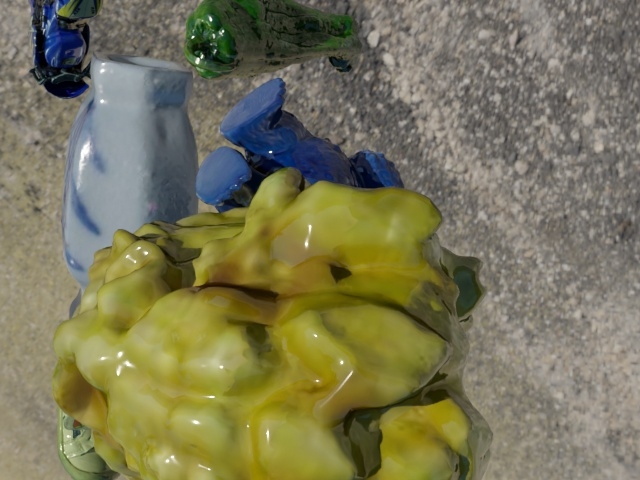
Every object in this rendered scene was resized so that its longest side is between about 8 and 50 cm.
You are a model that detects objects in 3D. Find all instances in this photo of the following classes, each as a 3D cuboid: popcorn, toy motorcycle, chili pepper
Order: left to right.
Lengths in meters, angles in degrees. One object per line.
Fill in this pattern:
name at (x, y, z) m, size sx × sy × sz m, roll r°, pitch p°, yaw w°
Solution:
toy motorcycle at (-0.357, -0.303, 1.082) m, size 0.315 × 0.113 × 0.169 m, roll -33°, pitch 73°, yaw 59°
chili pepper at (-0.042, -0.197, 0.764) m, size 0.074 × 0.256 × 0.100 m, roll -37°, pitch 77°, yaw 45°
popcorn at (-0.022, 0.076, 0.475) m, size 0.257 × 0.270 × 0.224 m, roll -16°, pitch 123°, yaw 15°

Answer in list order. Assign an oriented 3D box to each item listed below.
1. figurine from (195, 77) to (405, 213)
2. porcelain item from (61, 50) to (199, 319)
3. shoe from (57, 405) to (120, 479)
figurine at (0.001, -0.009, 0.685) m, size 0.120 × 0.164 × 0.262 m, roll 3°, pitch 133°, yaw 56°
porcelain item at (-0.274, -0.053, 1.116) m, size 0.178 × 0.242 × 0.406 m, roll 2°, pitch 107°, yaw -20°
shoe at (-0.434, 0.329, 1.483) m, size 0.140 × 0.262 × 0.128 m, roll 1°, pitch 159°, yaw -37°
